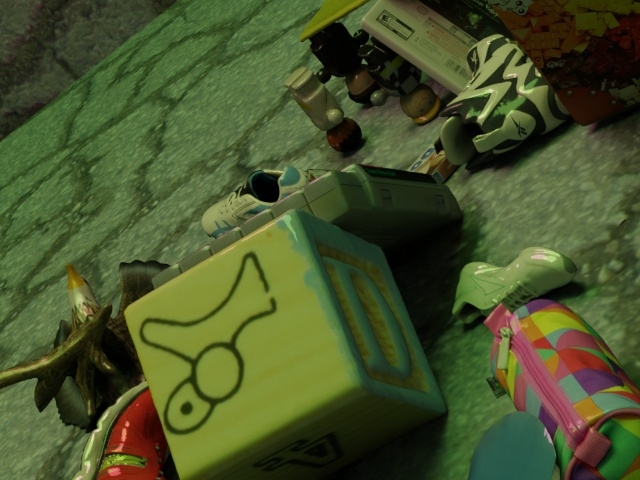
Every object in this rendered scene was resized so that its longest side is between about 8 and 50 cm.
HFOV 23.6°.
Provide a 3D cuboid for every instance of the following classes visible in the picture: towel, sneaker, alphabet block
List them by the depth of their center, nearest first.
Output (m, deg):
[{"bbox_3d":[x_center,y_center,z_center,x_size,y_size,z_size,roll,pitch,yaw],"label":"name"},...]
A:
[{"bbox_3d":[-0.031,0.111,1.413,0.197,0.193,0.192,-30,64,19],"label":"alphabet block"},{"bbox_3d":[0.187,0.048,1.482,0.152,0.054,0.061,-20,36,51],"label":"sneaker"},{"bbox_3d":[-0.193,0.265,1.618,0.118,0.107,0.279,-1,43,29],"label":"sneaker"},{"bbox_3d":[0.186,-0.159,1.820,0.153,0.094,0.235,-32,31,-5],"label":"sneaker"},{"bbox_3d":[0.064,-0.339,2.026,0.237,0.021,0.102,-25,23,47],"label":"towel"},{"bbox_3d":[-0.087,-0.055,2.061,0.237,0.086,0.085,-14,34,49],"label":"sneaker"}]

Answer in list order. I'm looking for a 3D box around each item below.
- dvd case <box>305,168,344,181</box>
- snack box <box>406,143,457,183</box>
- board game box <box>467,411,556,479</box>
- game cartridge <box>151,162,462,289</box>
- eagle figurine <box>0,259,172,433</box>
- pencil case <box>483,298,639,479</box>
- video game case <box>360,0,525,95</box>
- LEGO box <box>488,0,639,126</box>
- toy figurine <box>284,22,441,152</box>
[{"bbox_3d":[0.037,-0.071,1.925,0.087,0.013,0.119,-1,15,-14],"label":"dvd case"},{"bbox_3d":[0.100,-0.050,1.839,0.178,0.022,0.064,-47,22,-20],"label":"snack box"},{"bbox_3d":[0.149,0.217,1.174,0.133,0.033,0.168,171,114,-70],"label":"board game box"},{"bbox_3d":[0.000,0.000,1.605,0.230,0.068,0.355,-35,-13,18],"label":"game cartridge"},{"bbox_3d":[-0.264,0.129,1.904,0.226,0.225,0.298,8,-2,8],"label":"eagle figurine"},{"bbox_3d":[0.203,0.129,1.224,0.104,0.104,0.236,-37,22,3],"label":"pencil case"},{"bbox_3d":[0.174,-0.280,1.981,0.173,0.190,0.022,-51,-8,-27],"label":"video game case"},{"bbox_3d":[0.283,-0.440,1.706,0.193,0.372,0.500,-21,41,28],"label":"LEGO box"},{"bbox_3d":[0.074,-0.232,2.091,0.213,0.148,0.209,-22,33,31],"label":"toy figurine"}]
